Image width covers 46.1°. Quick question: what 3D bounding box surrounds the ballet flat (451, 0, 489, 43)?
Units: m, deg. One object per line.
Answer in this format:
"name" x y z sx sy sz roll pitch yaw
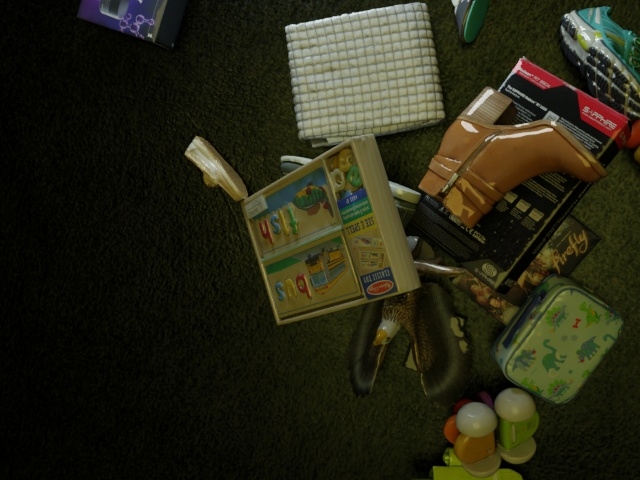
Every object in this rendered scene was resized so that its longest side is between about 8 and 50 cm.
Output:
"ballet flat" 0.294 -0.478 1.428 0.074 0.074 0.203 23 104 10

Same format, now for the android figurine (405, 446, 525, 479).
"android figurine" 0.300 0.519 1.432 0.273 0.056 0.248 3 56 0

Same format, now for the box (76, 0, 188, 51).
"box" -0.362 -0.546 1.540 0.185 0.103 0.261 20 97 7

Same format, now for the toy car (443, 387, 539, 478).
"toy car" 0.321 0.348 1.436 0.182 0.136 0.159 -18 120 -11

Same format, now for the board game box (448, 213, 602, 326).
"board game box" 0.387 0.036 1.437 0.165 0.042 0.243 38 100 -1

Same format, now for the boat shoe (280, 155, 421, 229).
"boat shoe" 0.039 -0.089 1.438 0.320 0.116 0.099 21 100 34

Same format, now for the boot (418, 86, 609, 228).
"boot" 0.313 -0.112 1.268 0.283 0.109 0.220 39 98 29

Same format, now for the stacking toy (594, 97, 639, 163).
"stacking toy" 0.627 -0.161 1.347 0.141 0.141 0.330 -44 80 11

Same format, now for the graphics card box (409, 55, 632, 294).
"graphics card box" 0.351 -0.114 1.366 0.233 0.094 0.370 40 99 25

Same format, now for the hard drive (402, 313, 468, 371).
"hard drive" 0.228 0.203 1.502 0.094 0.022 0.135 18 97 10

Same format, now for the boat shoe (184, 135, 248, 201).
"boat shoe" -0.217 -0.138 1.557 0.059 0.063 0.170 -43 75 14

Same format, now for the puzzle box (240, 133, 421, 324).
"puzzle box" 0.000 0.000 1.385 0.409 0.052 0.271 -24 83 54

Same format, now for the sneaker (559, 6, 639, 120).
"sneaker" 0.519 -0.326 1.320 0.110 0.107 0.275 -16 53 2

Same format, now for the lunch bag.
"lunch bag" 0.436 0.181 1.399 0.176 0.090 0.219 28 102 -17

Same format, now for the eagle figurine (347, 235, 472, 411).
"eagle figurine" 0.155 0.158 1.434 0.225 0.226 0.298 -21 123 -19

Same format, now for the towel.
"towel" 0.087 -0.313 1.453 0.284 0.121 0.234 -9 93 11
